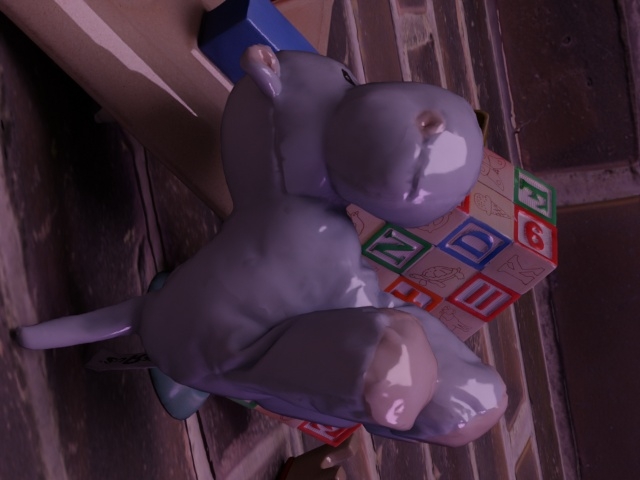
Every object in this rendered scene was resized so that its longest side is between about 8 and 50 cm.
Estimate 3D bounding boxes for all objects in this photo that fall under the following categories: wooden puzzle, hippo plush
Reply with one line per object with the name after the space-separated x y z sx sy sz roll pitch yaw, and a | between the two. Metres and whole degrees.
-0.087 -0.214 1.235 0.322 0.081 0.347 45 36 -29 | wooden puzzle
0.000 0.000 1.124 0.234 0.294 0.236 34 68 -68 | hippo plush

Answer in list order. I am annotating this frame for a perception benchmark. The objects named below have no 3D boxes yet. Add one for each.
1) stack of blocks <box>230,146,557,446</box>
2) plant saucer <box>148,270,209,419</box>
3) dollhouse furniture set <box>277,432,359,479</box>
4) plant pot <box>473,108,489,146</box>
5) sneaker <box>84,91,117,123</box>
0.028 0.031 1.323 0.171 0.297 0.087 28 42 -20 | stack of blocks
-0.106 0.081 1.311 0.119 0.021 0.119 -8 90 -73 | plant saucer
0.039 0.394 1.503 0.374 0.152 0.201 58 23 -15 | dollhouse furniture set
0.044 0.001 1.570 0.212 0.212 0.187 -72 162 -57 | plant pot
-0.124 -0.127 1.254 0.161 0.075 0.057 -42 122 -71 | sneaker
